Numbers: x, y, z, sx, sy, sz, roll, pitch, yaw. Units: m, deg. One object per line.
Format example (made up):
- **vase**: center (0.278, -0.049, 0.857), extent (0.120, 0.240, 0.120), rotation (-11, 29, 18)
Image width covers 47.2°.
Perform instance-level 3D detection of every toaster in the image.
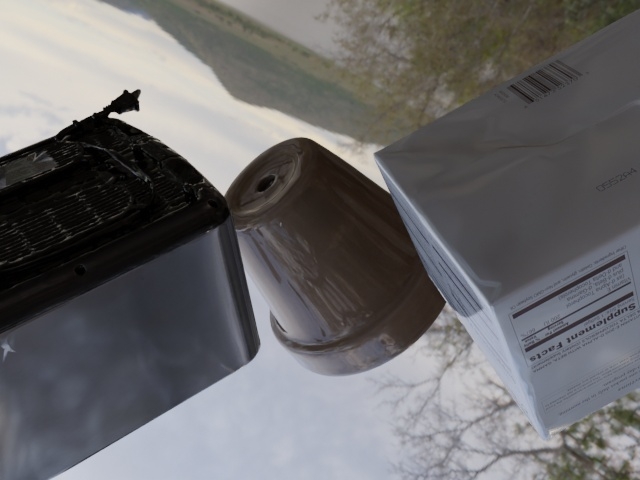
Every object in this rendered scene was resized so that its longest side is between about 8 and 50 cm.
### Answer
- **toaster**: center (-0.136, 0.015, 0.402), extent (0.186, 0.110, 0.168), rotation (-28, -141, -24)

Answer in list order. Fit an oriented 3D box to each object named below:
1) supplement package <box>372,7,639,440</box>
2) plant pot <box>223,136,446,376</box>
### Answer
- **supplement package**: center (0.207, -0.028, 0.524), extent (0.145, 0.262, 0.204), rotation (62, 180, -36)
- **plant pot**: center (0.000, 0.000, 0.907), extent (0.229, 0.263, 0.263), rotation (46, -178, -31)
